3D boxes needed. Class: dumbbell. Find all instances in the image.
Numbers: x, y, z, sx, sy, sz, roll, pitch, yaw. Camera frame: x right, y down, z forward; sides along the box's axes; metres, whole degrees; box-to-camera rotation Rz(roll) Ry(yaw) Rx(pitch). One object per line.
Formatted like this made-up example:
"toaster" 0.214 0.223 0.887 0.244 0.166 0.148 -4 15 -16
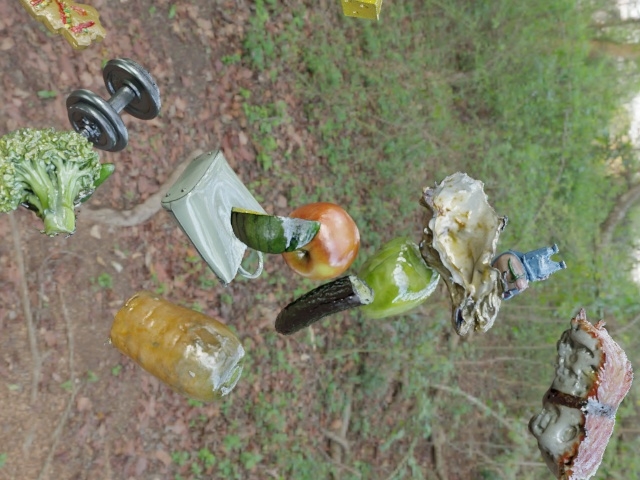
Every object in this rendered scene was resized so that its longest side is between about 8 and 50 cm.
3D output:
"dumbbell" -0.545 -0.356 1.732 0.290 0.192 0.192 -56 141 -31

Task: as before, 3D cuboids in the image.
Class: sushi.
"sushi" 0.491 0.302 1.246 0.124 0.130 0.332 20 91 -37

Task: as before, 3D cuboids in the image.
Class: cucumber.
"cucumber" -0.007 0.120 1.205 0.067 0.245 0.067 24 54 -39
"cucumber" -0.662 -0.156 1.861 0.056 0.250 0.056 29 43 -31

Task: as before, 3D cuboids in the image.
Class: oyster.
"oyster" 0.305 0.027 1.358 0.133 0.197 0.337 155 -83 -72

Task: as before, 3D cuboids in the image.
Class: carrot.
"carrot" -0.378 0.290 1.775 0.224 0.340 0.224 -59 165 -26

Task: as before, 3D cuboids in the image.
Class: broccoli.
"broccoli" -0.609 -0.154 1.445 0.180 0.242 0.273 95 -26 -43

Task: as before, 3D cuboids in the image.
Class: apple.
"apple" 0.000 0.000 1.337 0.139 0.163 0.163 -41 127 -43

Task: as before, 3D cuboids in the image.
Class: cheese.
"cheese" 0.113 -0.644 1.596 0.126 0.093 0.171 5 98 -83

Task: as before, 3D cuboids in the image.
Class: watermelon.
"watermelon" -0.096 -0.015 1.234 0.092 0.181 0.075 -21 119 -79

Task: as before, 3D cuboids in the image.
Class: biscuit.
"biscuit" -0.710 -0.622 1.808 0.238 0.041 0.212 22 42 -27

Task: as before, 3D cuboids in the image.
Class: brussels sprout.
"brussels sprout" 0.166 0.093 1.475 0.223 0.161 0.223 -42 164 -15

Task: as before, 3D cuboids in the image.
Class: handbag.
"handbag" -0.206 -0.036 1.495 0.315 0.109 0.241 53 43 -27

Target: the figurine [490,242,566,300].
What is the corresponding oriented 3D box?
"figurine" 0.477 0.064 1.541 0.144 0.178 0.114 5 63 -68
